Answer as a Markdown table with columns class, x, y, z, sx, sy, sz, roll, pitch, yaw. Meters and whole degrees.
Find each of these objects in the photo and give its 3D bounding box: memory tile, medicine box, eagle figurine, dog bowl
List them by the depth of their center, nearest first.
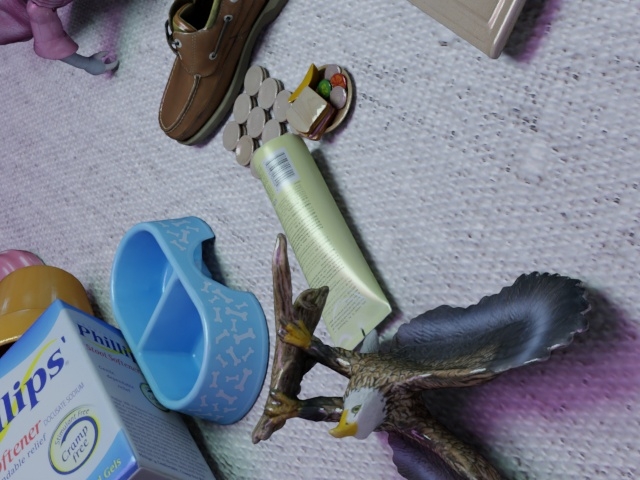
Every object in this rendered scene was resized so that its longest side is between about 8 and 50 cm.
| class | x | y | z | sx | sy | sz | roll | pitch | yaw |
| --- | --- | --- | --- | --- | --- | --- | --- | --- | --- |
| eagle figurine | 0.085 | 0.140 | 1.055 | 0.298 | 0.225 | 0.226 | 8 | 135 | 24 |
| memory tile | -0.062 | -0.128 | 1.397 | 0.148 | 0.012 | 0.113 | 44 | 118 | 46 |
| medicine box | -0.296 | 0.265 | 1.404 | 0.263 | 0.149 | 0.289 | -46 | 46 | 8 |
| dog bowl | -0.166 | 0.088 | 1.444 | 0.166 | 0.074 | 0.297 | -62 | 41 | 25 |

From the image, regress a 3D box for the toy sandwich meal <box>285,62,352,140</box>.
| class | x | y | z | sx | sy | sz | roll | pitch | yaw |
| --- | --- | --- | --- | --- | --- | --- | --- | --- | --- |
| toy sandwich meal | -0.003 | -0.150 | 1.299 | 0.086 | 0.029 | 0.085 | -10 | 74 | 39 |

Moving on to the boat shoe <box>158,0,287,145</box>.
| class | x | y | z | sx | sy | sz | roll | pitch | yaw |
| --- | --- | --- | --- | --- | --- | --- | --- | --- | --- |
| boat shoe | -0.135 | -0.250 | 1.437 | 0.307 | 0.104 | 0.110 | -59 | 43 | 27 |

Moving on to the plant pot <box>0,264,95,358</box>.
| class | x | y | z | sx | sy | sz | roll | pitch | yaw |
| --- | --- | --- | --- | --- | --- | --- | --- | --- | --- |
| plant pot | -0.374 | 0.138 | 1.622 | 0.205 | 0.205 | 0.188 | -57 | 29 | 29 |

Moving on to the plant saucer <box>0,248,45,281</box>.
| class | x | y | z | sx | sy | sz | roll | pitch | yaw |
| --- | --- | --- | --- | --- | --- | --- | --- | --- | --- |
| plant saucer | -0.502 | 0.176 | 1.856 | 0.332 | 0.084 | 0.332 | -14 | 72 | 51 |

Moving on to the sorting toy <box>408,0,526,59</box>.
| class | x | y | z | sx | sy | sz | roll | pitch | yaw |
| --- | --- | --- | --- | --- | --- | --- | --- | --- | --- |
| sorting toy | 0.155 | -0.289 | 1.130 | 0.208 | 0.038 | 0.193 | 50 | 122 | 49 |

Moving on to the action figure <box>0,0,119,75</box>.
| class | x | y | z | sx | sy | sz | roll | pitch | yaw |
| --- | --- | --- | --- | --- | --- | --- | --- | --- | --- |
| action figure | -0.383 | -0.377 | 1.667 | 0.370 | 0.276 | 0.248 | 17 | 92 | 66 |

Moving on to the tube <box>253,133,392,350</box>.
| class | x | y | z | sx | sy | sz | roll | pitch | yaw |
| --- | --- | --- | --- | --- | --- | --- | --- | --- | --- |
| tube | 0.000 | 0.000 | 1.264 | 0.070 | 0.062 | 0.240 | 75 | 171 | -62 |
